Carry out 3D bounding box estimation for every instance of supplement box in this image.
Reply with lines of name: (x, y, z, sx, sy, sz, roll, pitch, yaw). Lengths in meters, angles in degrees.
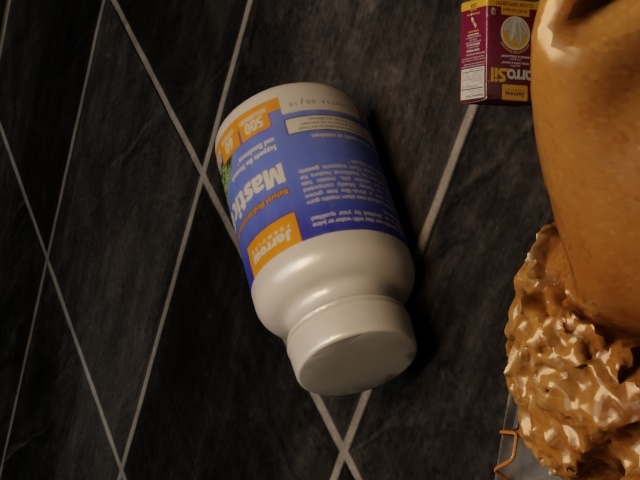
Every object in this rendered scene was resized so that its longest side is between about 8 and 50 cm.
supplement box: (0.145, -0.152, 1.257, 0.043, 0.055, 0.083, 180, 91, -64)

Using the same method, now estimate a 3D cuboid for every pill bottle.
pill bottle: (0.000, 0.000, 1.443, 0.152, 0.152, 0.272, 121, 142, -46)

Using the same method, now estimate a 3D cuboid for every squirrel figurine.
squirrel figurine: (0.281, 0.020, 0.678, 0.370, 0.281, 0.397, 27, 97, 32)

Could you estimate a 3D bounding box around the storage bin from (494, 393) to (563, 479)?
storage bin: (0.182, 0.159, 1.103, 0.091, 0.098, 0.135, -23, 47, 51)
